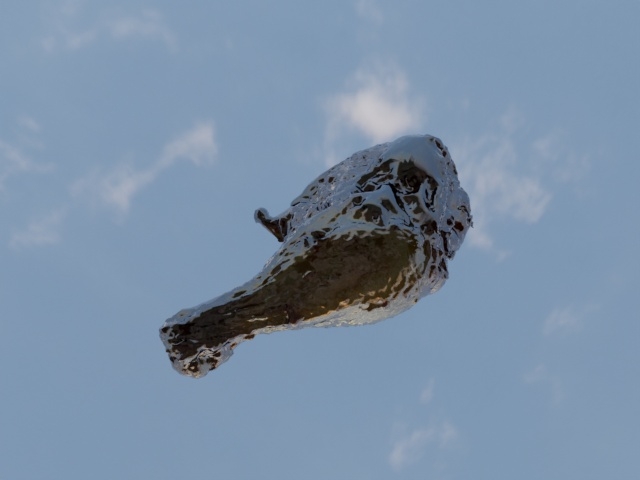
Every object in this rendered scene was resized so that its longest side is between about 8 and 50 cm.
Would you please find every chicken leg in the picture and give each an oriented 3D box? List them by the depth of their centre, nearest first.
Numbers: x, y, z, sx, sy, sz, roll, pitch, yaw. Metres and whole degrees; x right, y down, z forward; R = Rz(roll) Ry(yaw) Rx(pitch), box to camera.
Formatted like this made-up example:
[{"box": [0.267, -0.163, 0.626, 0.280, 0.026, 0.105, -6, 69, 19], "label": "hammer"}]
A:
[{"box": [0.011, 0.001, 1.106, 0.177, 0.322, 0.083, -2, -61, 23], "label": "chicken leg"}]
